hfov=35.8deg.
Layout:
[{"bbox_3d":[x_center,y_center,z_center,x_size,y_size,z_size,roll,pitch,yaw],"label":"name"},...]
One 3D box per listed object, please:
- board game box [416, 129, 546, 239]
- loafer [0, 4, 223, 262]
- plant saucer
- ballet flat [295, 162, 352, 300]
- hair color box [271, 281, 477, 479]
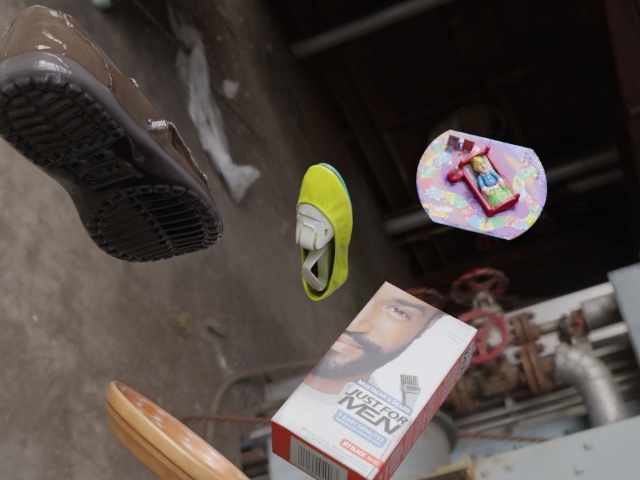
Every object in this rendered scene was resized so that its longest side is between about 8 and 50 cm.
[{"bbox_3d":[0.208,-0.077,1.263,0.033,0.169,0.133,93,12,-70],"label":"board game box"},{"bbox_3d":[-0.190,-0.096,0.962,0.366,0.134,0.130,65,14,-60],"label":"loafer"},{"bbox_3d":[-0.132,0.209,0.950,0.200,0.037,0.200,37,-9,7],"label":"plant saucer"},{"bbox_3d":[0.000,0.000,1.352,0.077,0.077,0.231,-49,152,-32],"label":"ballet flat"},{"bbox_3d":[0.045,0.120,0.797,0.167,0.093,0.053,-48,155,-35],"label":"hair color box"}]
